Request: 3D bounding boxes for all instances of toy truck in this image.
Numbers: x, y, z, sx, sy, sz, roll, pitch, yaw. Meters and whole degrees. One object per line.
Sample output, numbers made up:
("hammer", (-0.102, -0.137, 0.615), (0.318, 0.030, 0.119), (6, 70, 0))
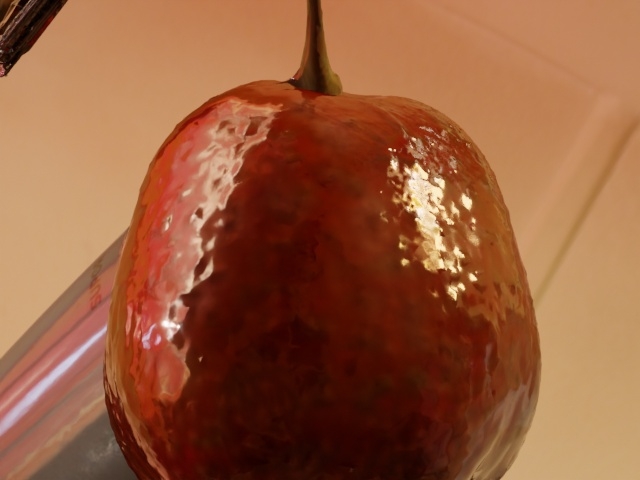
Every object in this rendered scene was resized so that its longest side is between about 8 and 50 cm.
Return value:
("toy truck", (-0.102, -0.098, 0.681), (0.024, 0.083, 0.032), (20, -146, -46))

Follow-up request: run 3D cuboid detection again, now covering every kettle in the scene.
("kettle", (-0.117, 0.099, 0.893), (0.160, 0.243, 0.211), (37, -152, -31))

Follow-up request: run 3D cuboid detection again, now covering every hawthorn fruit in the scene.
("hawthorn fruit", (0.000, 0.000, 0.631), (0.162, 0.162, 0.204), (4, -98, -11))

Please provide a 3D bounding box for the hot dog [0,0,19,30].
("hot dog", (-0.158, -0.130, 0.379), (0.174, 0.388, 0.267), (38, -136, 16))
